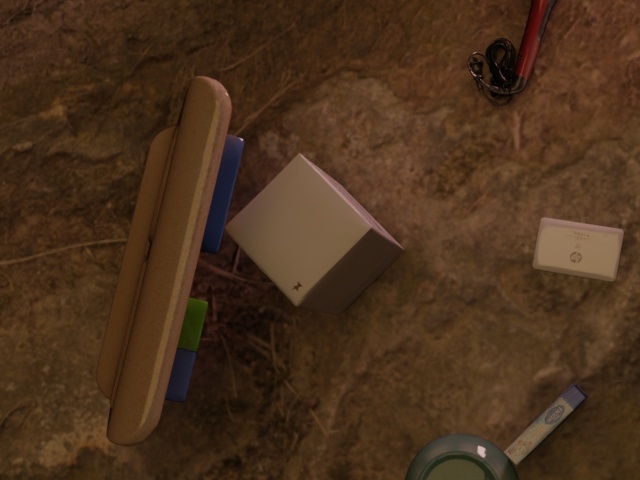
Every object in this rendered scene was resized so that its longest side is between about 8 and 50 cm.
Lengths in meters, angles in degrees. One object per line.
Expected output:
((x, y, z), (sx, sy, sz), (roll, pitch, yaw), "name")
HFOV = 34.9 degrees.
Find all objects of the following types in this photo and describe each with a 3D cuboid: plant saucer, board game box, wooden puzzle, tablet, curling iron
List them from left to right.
((-0.146, 0.025, 1.014), (0.080, 0.348, 0.322), (13, 85, -15), "wooden puzzle")
((0.140, 0.254, 1.019), (0.119, 0.021, 0.119), (-3, 80, 17), "plant saucer")
((0.225, -0.273, 1.065), (0.068, 0.035, 0.274), (22, 89, 19), "curling iron")
((0.217, 0.174, 0.971), (0.090, 0.090, 0.020), (-45, 73, 6), "board game box")
((0.260, 0.009, 1.028), (0.083, 0.006, 0.054), (10, 85, 19), "tablet")

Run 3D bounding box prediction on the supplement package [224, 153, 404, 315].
((0.000, 0.000, 1.014), (0.105, 0.179, 0.105), (-45, 76, 5), "supplement package")
